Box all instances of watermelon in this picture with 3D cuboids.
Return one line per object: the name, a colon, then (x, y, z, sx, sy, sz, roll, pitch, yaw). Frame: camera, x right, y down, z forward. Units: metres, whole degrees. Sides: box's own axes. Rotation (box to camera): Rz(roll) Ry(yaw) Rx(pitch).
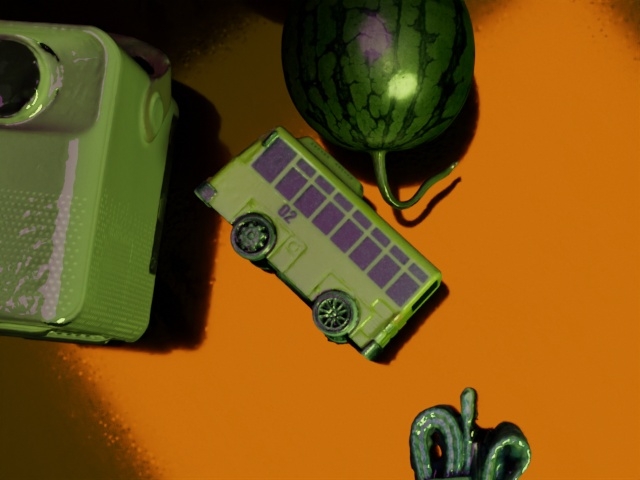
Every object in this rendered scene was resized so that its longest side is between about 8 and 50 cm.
watermelon: (0.044, -0.116, 0.836, 0.140, 0.140, 0.187, -4, 87, 8)

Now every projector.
projector: (-0.203, -0.049, 0.846, 0.163, 0.177, 0.243, 7, 82, 8)

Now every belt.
belt: (0.103, 0.254, 0.808, 0.087, 0.072, 0.302, 0, 84, 13)

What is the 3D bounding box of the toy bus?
toy bus: (0.000, 0.000, 0.853, 0.175, 0.088, 0.101, 44, 89, 10)
